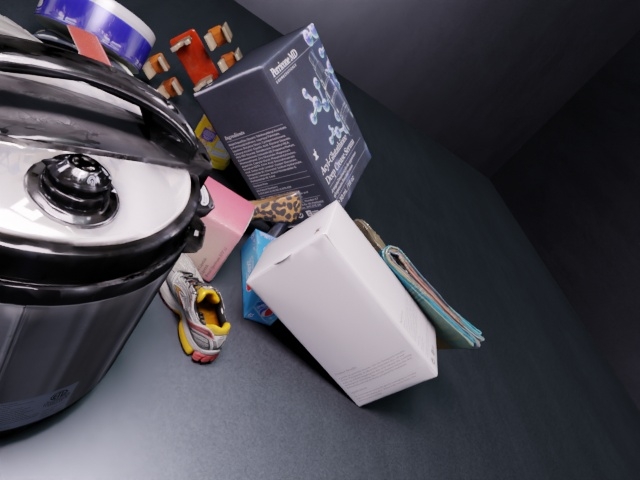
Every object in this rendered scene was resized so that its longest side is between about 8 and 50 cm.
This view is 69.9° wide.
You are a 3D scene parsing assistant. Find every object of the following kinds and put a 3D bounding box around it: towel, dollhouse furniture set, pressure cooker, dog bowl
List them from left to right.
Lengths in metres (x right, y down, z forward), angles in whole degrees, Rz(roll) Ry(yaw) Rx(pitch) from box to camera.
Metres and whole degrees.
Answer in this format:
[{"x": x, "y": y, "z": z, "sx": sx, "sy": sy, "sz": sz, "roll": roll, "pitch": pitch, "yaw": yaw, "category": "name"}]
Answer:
[{"x": -0.343, "y": -0.026, "z": 0.525, "sx": 0.375, "sy": 0.420, "sz": 0.370, "roll": 34, "pitch": 30, "yaw": -10, "category": "pressure cooker"}, {"x": -0.569, "y": -0.541, "z": 1.170, "sx": 0.264, "sy": 0.104, "sz": 0.265, "roll": 24, "pitch": -1, "yaw": 0, "category": "dog bowl"}, {"x": -0.343, "y": -0.487, "z": 1.364, "sx": 0.135, "sy": 0.262, "sz": 0.259, "roll": -96, "pitch": 163, "yaw": -54, "category": "dollhouse furniture set"}, {"x": 0.213, "y": 0.152, "z": 1.083, "sx": 0.271, "sy": 0.040, "sz": 0.370, "roll": 46, "pitch": -12, "yaw": 9, "category": "towel"}]

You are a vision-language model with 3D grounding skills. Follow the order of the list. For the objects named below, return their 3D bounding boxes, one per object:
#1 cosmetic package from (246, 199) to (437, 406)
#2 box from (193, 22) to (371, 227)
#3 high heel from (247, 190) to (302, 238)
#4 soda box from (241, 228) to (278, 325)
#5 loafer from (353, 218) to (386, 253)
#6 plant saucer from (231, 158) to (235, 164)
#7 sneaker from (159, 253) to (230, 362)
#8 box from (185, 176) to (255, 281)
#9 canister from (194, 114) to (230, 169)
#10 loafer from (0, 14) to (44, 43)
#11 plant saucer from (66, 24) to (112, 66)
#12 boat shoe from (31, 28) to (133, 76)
[{"x": 0.055, "y": 0.132, "z": 0.908, "sx": 0.366, "sy": 0.197, "sz": 0.155, "roll": 53, "pitch": 26, "yaw": -16, "category": "cosmetic package"}, {"x": -0.070, "y": -0.278, "z": 1.158, "sx": 0.395, "sy": 0.212, "sz": 0.293, "roll": 60, "pitch": 38, "yaw": -29, "category": "box"}, {"x": -0.178, "y": -0.101, "z": 1.057, "sx": 0.261, "sy": 0.186, "sz": 0.093, "roll": 32, "pitch": 30, "yaw": -14, "category": "high heel"}, {"x": -0.125, "y": 0.075, "z": 0.995, "sx": 0.067, "sy": 0.071, "sz": 0.210, "roll": 25, "pitch": 32, "yaw": -29, "category": "soda box"}, {"x": 0.155, "y": -0.007, "z": 1.459, "sx": 0.148, "sy": 0.056, "sz": 0.050, "roll": 54, "pitch": 30, "yaw": 4, "category": "loafer"}, {"x": -0.198, "y": -0.240, "z": 1.372, "sx": 0.188, "sy": 0.045, "sz": 0.188, "roll": -3, "pitch": 51, "yaw": -51, "category": "plant saucer"}, {"x": -0.220, "y": 0.101, "z": 0.828, "sx": 0.088, "sy": 0.093, "sz": 0.225, "roll": 1, "pitch": 47, "yaw": -49, "category": "sneaker"}, {"x": -0.273, "y": -0.052, "z": 0.919, "sx": 0.232, "sy": 0.149, "sz": 0.127, "roll": 32, "pitch": 31, "yaw": -13, "category": "box"}, {"x": -0.269, "y": -0.283, "z": 1.220, "sx": 0.126, "sy": 0.170, "sz": 0.073, "roll": 14, "pitch": 38, "yaw": -39, "category": "canister"}, {"x": -0.698, "y": -0.448, "z": 1.009, "sx": 0.319, "sy": 0.112, "sz": 0.111, "roll": 29, "pitch": 39, "yaw": -18, "category": "loafer"}, {"x": -0.434, "y": -0.293, "z": 0.991, "sx": 0.047, "sy": 0.258, "sz": 0.259, "roll": -27, "pitch": 63, "yaw": -14, "category": "plant saucer"}, {"x": -0.591, "y": -0.440, "z": 1.139, "sx": 0.254, "sy": 0.095, "sz": 0.079, "roll": 31, "pitch": 29, "yaw": -13, "category": "boat shoe"}]
